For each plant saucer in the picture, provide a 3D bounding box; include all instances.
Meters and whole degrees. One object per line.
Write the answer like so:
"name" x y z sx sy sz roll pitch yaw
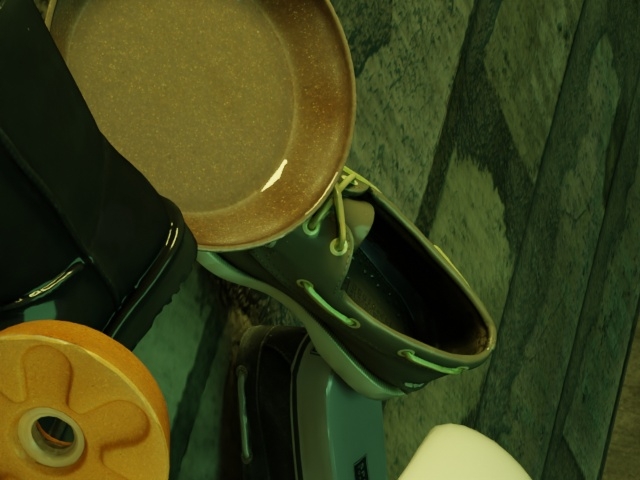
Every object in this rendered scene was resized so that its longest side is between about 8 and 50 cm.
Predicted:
"plant saucer" -0.071 -0.089 0.892 0.198 0.036 0.198 6 79 -33

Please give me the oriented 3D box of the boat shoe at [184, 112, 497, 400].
"boat shoe" 0.001 -0.004 1.007 0.305 0.091 0.109 44 46 -35

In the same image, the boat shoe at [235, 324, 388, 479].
"boat shoe" -0.016 0.210 1.142 0.113 0.105 0.306 -31 120 -56

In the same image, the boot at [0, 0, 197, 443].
"boot" -0.177 0.016 0.716 0.246 0.094 0.207 -55 137 -21

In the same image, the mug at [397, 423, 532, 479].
"mug" -0.047 0.216 0.529 0.374 0.276 0.328 -57 170 23

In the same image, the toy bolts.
"toy bolts" -0.184 0.066 0.576 0.158 0.218 0.228 -66 149 -62
